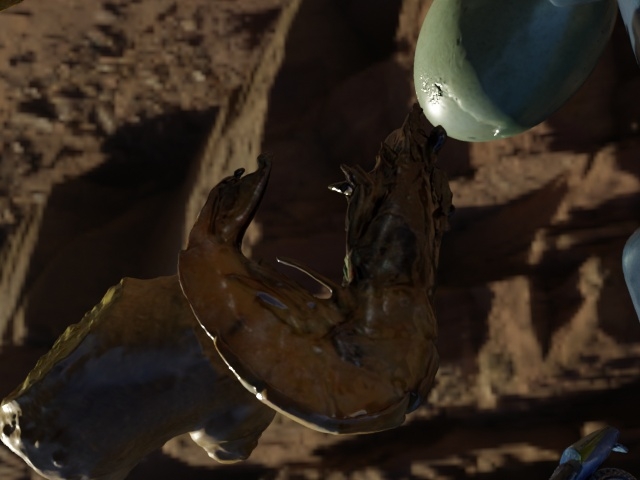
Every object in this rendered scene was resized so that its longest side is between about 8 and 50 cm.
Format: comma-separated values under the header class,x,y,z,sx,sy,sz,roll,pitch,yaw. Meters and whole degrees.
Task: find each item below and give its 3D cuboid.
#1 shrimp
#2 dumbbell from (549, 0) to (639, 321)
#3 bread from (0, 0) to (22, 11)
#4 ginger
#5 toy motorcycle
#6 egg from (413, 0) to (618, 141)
class,x,y,z,sx,sy,sz,roll,pitch,yaw
shrimp,-0.002,0.005,0.894,0.178,0.289,0.075,16,144,-7
dumbbell,0.202,-0.095,0.715,0.144,0.325,0.160,-24,156,23
bread,-0.264,-0.201,0.796,0.211,0.114,0.083,22,122,5
ginger,-0.161,0.145,1.255,0.221,0.276,0.130,36,-172,-18
toy motorcycle,0.214,0.285,1.316,0.254,0.136,0.092,-33,-175,-19
egg,0.189,-0.202,1.309,0.169,0.236,0.169,32,-166,-9
